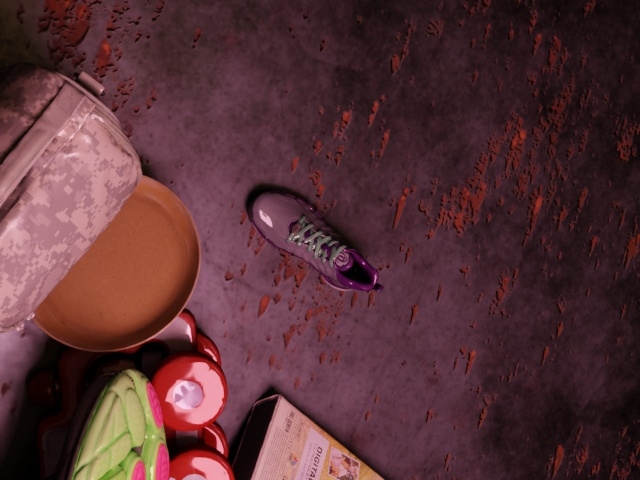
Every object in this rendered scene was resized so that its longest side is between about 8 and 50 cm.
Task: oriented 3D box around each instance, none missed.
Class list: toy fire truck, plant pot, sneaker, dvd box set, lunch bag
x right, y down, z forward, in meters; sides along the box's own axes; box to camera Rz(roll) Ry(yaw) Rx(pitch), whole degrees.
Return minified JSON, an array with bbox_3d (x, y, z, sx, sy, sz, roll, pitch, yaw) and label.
[{"bbox_3d":[-0.249,0.243,1.296,0.254,0.169,0.302,-5,99,-9],"label":"toy fire truck"},{"bbox_3d":[-0.268,0.027,1.256,0.236,0.032,0.236,0,75,1],"label":"plant pot"},{"bbox_3d":[-0.335,0.367,1.164,0.482,0.202,0.185,-67,159,2],"label":"sneaker"},{"bbox_3d":[0.021,0.465,1.434,0.420,0.062,0.307,42,45,-27],"label":"dvd box set"},{"bbox_3d":[-0.354,-0.046,1.110,0.212,0.256,0.305,38,79,-8],"label":"lunch bag"},{"bbox_3d":[0.000,0.000,1.418,0.224,0.098,0.083,36,80,-28],"label":"sneaker"}]
